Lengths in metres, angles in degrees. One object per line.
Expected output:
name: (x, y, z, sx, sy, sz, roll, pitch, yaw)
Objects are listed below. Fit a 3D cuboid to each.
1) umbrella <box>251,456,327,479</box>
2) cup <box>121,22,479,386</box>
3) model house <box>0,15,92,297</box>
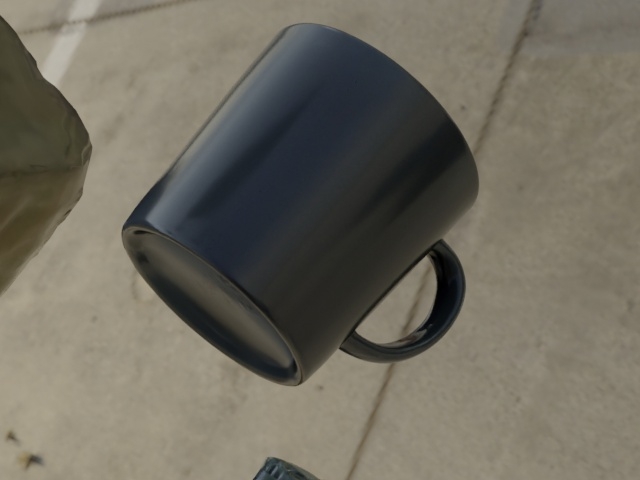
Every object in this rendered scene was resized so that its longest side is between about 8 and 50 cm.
umbrella: (-0.048, 0.165, 0.472, 0.046, 0.050, 0.188, 29, 90, 19)
cup: (0.000, 0.000, 0.388, 0.077, 0.100, 0.078, -50, 21, -20)
model house: (-0.365, -0.004, 0.526, 0.335, 0.342, 0.382, 49, 122, 14)
